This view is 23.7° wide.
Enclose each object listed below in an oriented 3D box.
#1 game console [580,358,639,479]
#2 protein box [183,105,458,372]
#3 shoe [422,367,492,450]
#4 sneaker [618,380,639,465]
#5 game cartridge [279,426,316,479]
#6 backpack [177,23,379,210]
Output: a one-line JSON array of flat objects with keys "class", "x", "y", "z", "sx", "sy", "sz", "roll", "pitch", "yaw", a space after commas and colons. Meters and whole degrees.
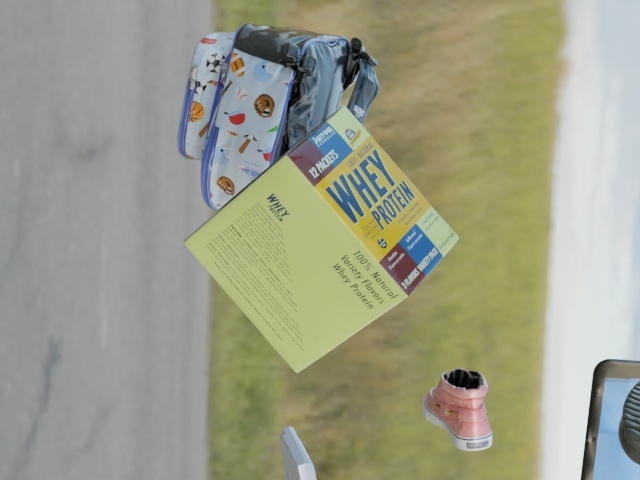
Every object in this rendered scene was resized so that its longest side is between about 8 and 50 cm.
[{"class": "game console", "x": 0.556, "y": 0.350, "z": 2.386, "sx": 0.250, "sy": 0.173, "sz": 0.293, "roll": 40, "pitch": -46, "yaw": 55}, {"class": "protein box", "x": 0.000, "y": 0.000, "z": 1.687, "sx": 0.201, "sy": 0.200, "sz": 0.136, "roll": -38, "pitch": -176, "yaw": 41}, {"class": "shoe", "x": 0.169, "y": 0.192, "z": 1.882, "sx": 0.178, "sy": 0.063, "sz": 0.081, "roll": -133, "pitch": -141, "yaw": -73}, {"class": "sneaker", "x": 0.386, "y": 0.213, "z": 1.603, "sx": 0.330, "sy": 0.122, "sz": 0.146, "roll": -14, "pitch": 129, "yaw": -58}, {"class": "game cartridge", "x": -0.015, "y": 0.198, "z": 1.236, "sx": 0.056, "sy": 0.017, "sz": 0.083, "roll": -117, "pitch": -163, "yaw": -52}, {"class": "backpack", "x": -0.073, "y": -0.154, "z": 2.028, "sx": 0.276, "sy": 0.213, "sz": 0.263, "roll": -15, "pitch": 116, "yaw": -66}]
